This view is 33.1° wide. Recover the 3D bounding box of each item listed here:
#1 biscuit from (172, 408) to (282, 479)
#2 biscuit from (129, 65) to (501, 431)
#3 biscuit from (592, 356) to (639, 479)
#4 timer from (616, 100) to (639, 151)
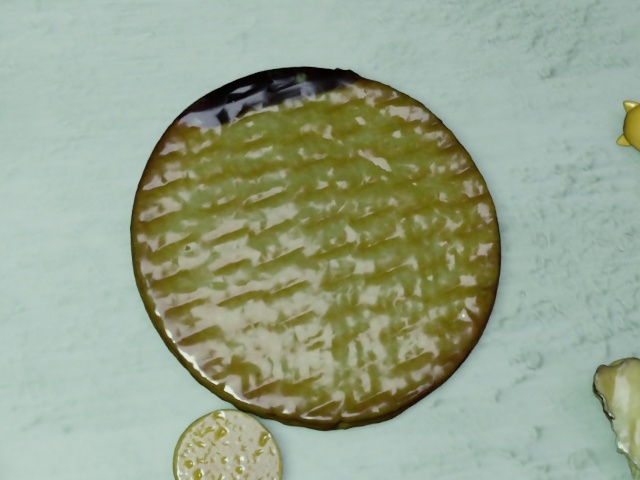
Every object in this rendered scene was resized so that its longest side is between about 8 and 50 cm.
[{"bbox_3d":[-0.090,0.246,0.808,0.158,0.035,0.240,19,70,-10],"label":"biscuit"},{"bbox_3d":[0.000,0.000,0.903,0.317,0.040,0.318,3,72,-10],"label":"biscuit"},{"bbox_3d":[0.287,0.185,0.898,0.118,0.061,0.183,-11,78,-17],"label":"biscuit"},{"bbox_3d":[0.350,-0.097,0.984,0.152,0.132,0.132,12,69,17],"label":"timer"}]
